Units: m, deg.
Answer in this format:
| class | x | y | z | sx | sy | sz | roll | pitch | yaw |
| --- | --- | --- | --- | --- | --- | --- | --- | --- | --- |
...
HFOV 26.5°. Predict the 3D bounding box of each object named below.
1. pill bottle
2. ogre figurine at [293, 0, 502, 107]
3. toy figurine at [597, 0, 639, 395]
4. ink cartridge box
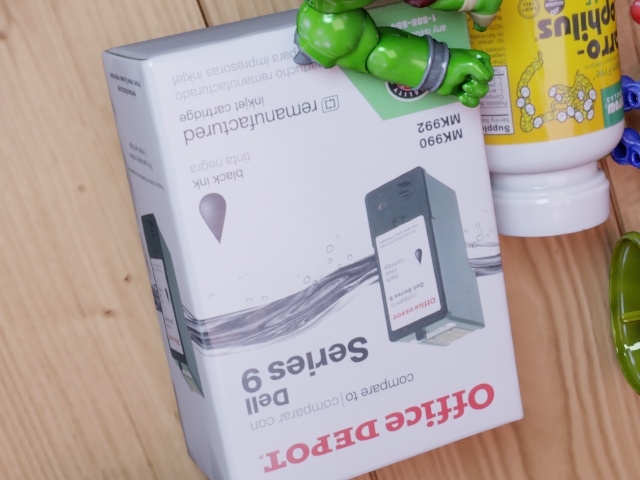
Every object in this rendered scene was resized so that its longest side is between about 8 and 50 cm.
| class | x | y | z | sx | sy | sz | roll | pitch | yaw |
| --- | --- | --- | --- | --- | --- | --- | --- | --- | --- |
| pill bottle | 0.142 | -0.113 | 0.911 | 0.117 | 0.117 | 0.208 | -13 | 105 | -19 |
| ogre figurine | 0.043 | -0.161 | 0.739 | 0.118 | 0.097 | 0.197 | -4 | 148 | -7 |
| toy figurine | 0.321 | -0.070 | 0.962 | 0.217 | 0.191 | 0.363 | -15 | 108 | -23 |
| ink cartridge box | 0.000 | 0.000 | 0.875 | 0.211 | 0.121 | 0.289 | -16 | 106 | -18 |
